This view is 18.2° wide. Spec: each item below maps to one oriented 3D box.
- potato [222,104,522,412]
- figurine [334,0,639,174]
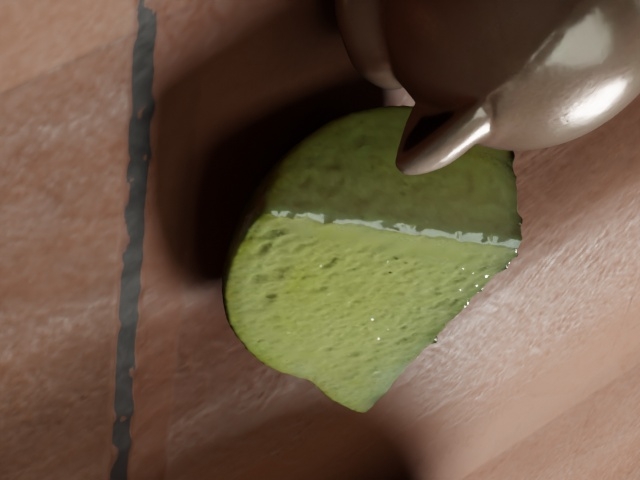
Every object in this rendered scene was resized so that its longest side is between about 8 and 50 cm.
[{"bbox_3d":[0.000,0.000,0.870,0.120,0.081,0.149,11,142,-24],"label":"potato"},{"bbox_3d":[0.076,-0.095,0.782,0.138,0.125,0.125,-45,155,25],"label":"figurine"}]
